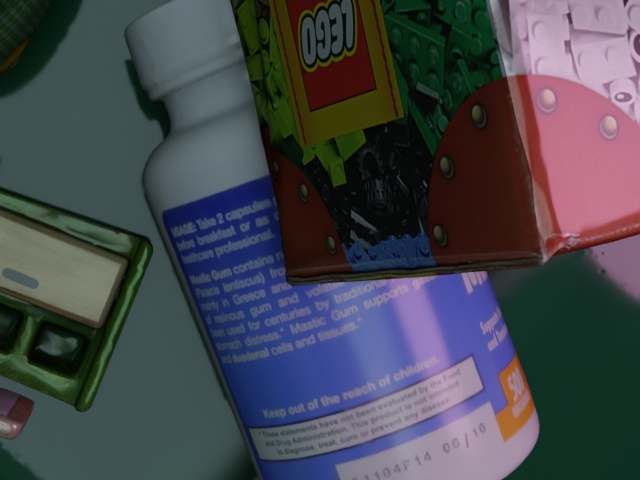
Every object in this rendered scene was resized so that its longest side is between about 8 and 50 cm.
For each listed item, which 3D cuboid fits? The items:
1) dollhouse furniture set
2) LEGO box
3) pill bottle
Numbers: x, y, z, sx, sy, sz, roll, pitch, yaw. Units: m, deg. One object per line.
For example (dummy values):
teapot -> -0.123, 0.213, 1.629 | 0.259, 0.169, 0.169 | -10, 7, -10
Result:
dollhouse furniture set -> -0.130, -0.073, 0.579 | 0.151, 0.197, 0.302 | 22, 89, -8
LEGO box -> 0.195, -0.218, 0.549 | 0.500, 0.193, 0.373 | -15, 93, -28
pill bottle -> 0.000, 0.000, 0.625 | 0.152, 0.152, 0.272 | -21, 96, -7
